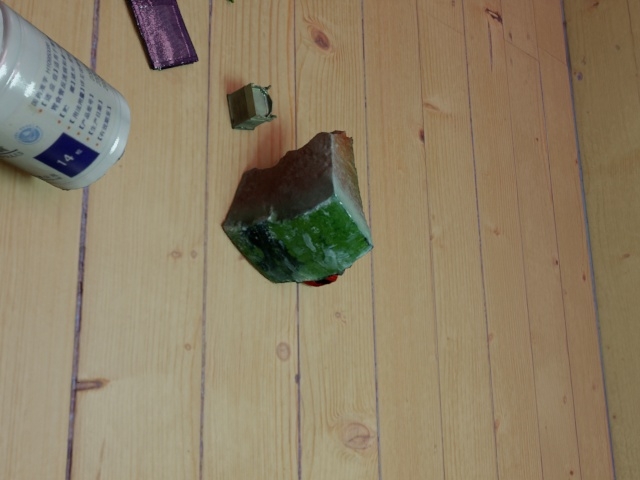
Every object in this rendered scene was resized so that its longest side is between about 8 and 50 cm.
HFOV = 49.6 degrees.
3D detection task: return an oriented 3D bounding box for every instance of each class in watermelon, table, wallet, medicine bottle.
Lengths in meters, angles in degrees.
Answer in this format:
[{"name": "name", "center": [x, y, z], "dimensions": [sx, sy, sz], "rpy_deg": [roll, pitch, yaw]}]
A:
[{"name": "watermelon", "center": [-0.052, -0.074, 1.406], "dimensions": [0.151, 0.264, 0.302], "rpy_deg": [26, 51, -54]}, {"name": "table", "center": [-0.144, -0.283, 1.463], "dimensions": [0.062, 0.083, 0.079], "rpy_deg": [-6, 83, -45]}, {"name": "wallet", "center": [-0.312, -0.422, 1.366], "dimensions": [0.111, 0.030, 0.166], "rpy_deg": [-27, 100, -46]}, {"name": "medicine bottle", "center": [-0.448, -0.219, 0.989], "dimensions": [0.332, 0.190, 0.190], "rpy_deg": [38, 52, -58]}]

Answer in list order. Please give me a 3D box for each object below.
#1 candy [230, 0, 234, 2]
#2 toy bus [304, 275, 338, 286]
[{"name": "candy", "center": [-0.217, -0.608, 1.484], "dimensions": [0.102, 0.032, 0.178], "rpy_deg": [-48, 121, -5]}, {"name": "toy bus", "center": [0.000, 0.000, 1.532], "dimensions": [0.081, 0.089, 0.195], "rpy_deg": [28, 60, -38]}]
